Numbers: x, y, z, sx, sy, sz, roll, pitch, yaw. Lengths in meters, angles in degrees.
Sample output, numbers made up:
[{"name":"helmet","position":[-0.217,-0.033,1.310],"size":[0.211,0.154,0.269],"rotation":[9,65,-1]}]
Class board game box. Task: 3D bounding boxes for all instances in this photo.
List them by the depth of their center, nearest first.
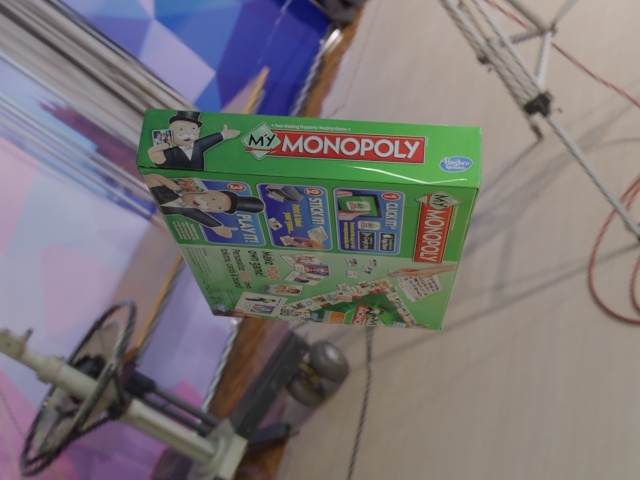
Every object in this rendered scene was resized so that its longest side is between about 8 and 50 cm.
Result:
[{"name":"board game box","position":[0.000,0.000,0.722],"size":[0.317,0.214,0.046],"rotation":[84,-170,-68]}]
